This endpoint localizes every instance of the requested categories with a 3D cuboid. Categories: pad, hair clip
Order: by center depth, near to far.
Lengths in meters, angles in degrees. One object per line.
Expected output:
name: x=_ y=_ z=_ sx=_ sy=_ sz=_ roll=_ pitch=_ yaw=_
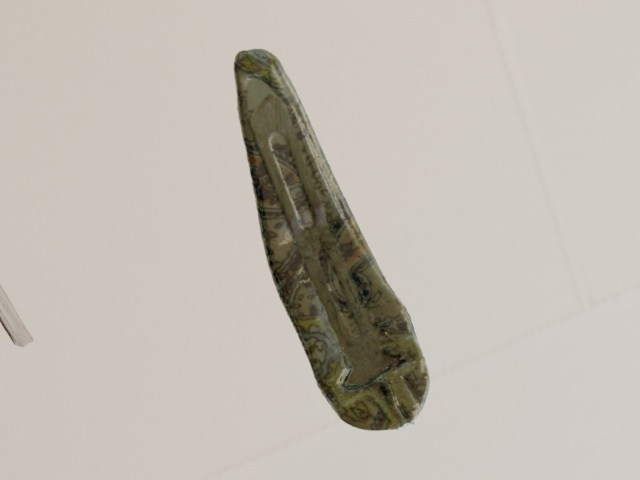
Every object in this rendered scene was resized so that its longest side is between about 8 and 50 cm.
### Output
pad: x=-0.217 y=-0.045 z=0.842 sx=0.003 sy=0.158 sz=0.235 roll=-30 pitch=-88 yaw=-8
hair clip: x=0.000 y=0.000 z=0.882 sx=0.066 sy=0.036 sz=0.229 roll=-22 pitch=-86 yaw=-8
